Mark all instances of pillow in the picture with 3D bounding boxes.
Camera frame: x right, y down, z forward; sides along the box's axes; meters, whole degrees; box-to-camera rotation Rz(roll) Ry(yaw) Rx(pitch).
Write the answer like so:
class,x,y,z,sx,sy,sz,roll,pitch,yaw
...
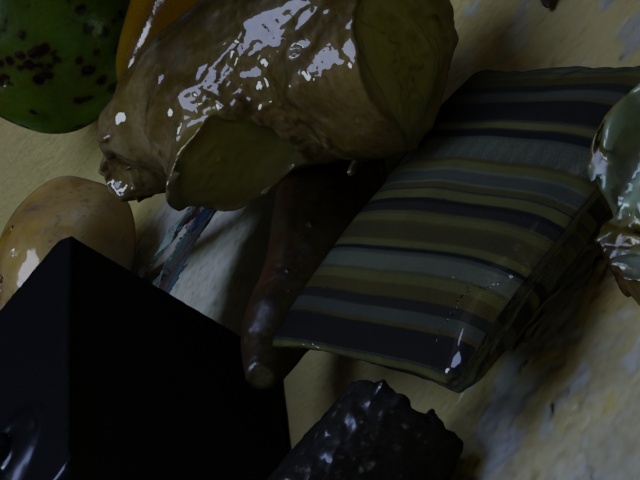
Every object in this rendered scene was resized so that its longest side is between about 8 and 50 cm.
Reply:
class,x,y,z,sx,sy,sz,roll,pitch,yaw
pillow,0.082,-0.015,0.986,0.212,0.052,0.208,-53,22,-14

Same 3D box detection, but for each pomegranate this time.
class,x,y,z,sx,sy,sz,roll,pitch,yaw
pomegranate,-0.243,-0.219,1.742,0.263,0.211,0.211,-43,20,-13

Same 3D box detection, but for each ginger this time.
class,x,y,z,sx,sy,sz,roll,pitch,yaw
ginger,-0.041,-0.102,1.111,0.270,0.123,0.218,-12,40,31

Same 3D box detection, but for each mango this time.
class,x,y,z,sx,sy,sz,roll,pitch,yaw
mango,-0.124,-0.209,1.626,0.184,0.085,0.102,-63,23,18

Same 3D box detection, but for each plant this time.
class,x,y,z,sx,sy,sz,roll,pitch,yaw
plant,0.007,0.140,0.928,0.143,0.094,0.092,-58,11,-10

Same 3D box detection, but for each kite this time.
class,x,y,z,sx,sy,sz,roll,pitch,yaw
kite,-0.077,-0.039,1.315,0.368,0.014,0.406,-45,15,54

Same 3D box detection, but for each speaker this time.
class,x,y,z,sx,sy,sz,roll,pitch,yaw
speaker,-0.159,0.175,1.106,0.254,0.184,0.232,-47,26,22

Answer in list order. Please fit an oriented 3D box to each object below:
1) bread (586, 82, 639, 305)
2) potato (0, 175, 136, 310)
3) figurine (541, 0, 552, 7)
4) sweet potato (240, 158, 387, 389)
class,x,y,z,sx,sy,sz,roll,pitch,yaw
bread,0.212,-0.033,0.738,0.232,0.088,0.128,-15,57,50
potato,-0.207,0.029,1.472,0.118,0.109,0.178,-10,55,33
figurine,0.149,-0.246,1.124,0.260,0.103,0.205,5,102,63
sweet potato,0.000,0.000,1.136,0.077,0.077,0.243,-36,33,43
